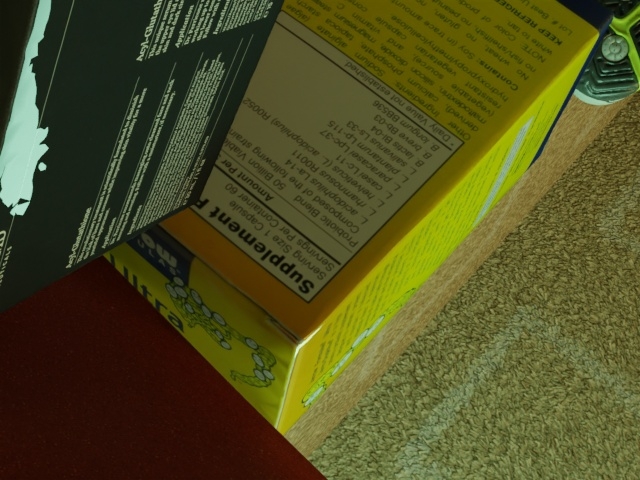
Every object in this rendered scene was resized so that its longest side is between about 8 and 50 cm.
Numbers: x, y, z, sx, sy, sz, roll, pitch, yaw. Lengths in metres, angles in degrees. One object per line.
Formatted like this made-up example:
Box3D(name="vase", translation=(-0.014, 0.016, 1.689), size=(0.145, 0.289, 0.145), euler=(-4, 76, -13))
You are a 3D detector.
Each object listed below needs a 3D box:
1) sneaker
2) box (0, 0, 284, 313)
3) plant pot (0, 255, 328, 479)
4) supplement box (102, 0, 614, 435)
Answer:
Box3D(name="sneaker", translation=(0.411, -0.332, 1.308), size=(0.385, 0.145, 0.147), euler=(-64, 179, -14))
Box3D(name="box", translation=(-0.104, -0.106, 0.451), size=(0.184, 0.103, 0.261), euler=(-39, 162, -51))
Box3D(name="plant pot", translation=(-0.198, 0.161, 0.558), size=(0.267, 0.267, 0.235), euler=(-54, 153, 8))
Box3D(name="supplement box", translation=(0.017, -0.062, 0.757), size=(0.356, 0.194, 0.195), euler=(-44, 164, -26))
